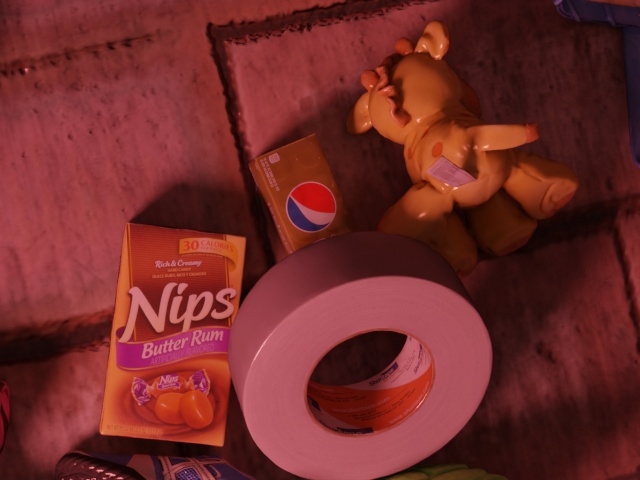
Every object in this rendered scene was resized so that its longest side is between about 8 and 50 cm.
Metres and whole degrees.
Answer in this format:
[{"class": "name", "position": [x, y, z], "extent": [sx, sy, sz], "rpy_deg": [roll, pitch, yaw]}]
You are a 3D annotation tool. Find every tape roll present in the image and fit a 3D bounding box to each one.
[{"class": "tape roll", "position": [0.033, 0.101, 1.360], "extent": [0.219, 0.072, 0.219], "rpy_deg": [-8, 125, -11]}]

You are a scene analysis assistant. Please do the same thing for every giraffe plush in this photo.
[{"class": "giraffe plush", "position": [0.104, -0.088, 1.410], "extent": [0.181, 0.210, 0.170], "rpy_deg": [-30, 58, 4]}]

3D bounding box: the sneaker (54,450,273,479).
[{"class": "sneaker", "position": [-0.128, 0.225, 1.386], "extent": [0.211, 0.081, 0.080], "rpy_deg": [16, 118, 6]}]

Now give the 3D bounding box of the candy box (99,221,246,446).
[{"class": "candy box", "position": [-0.130, 0.082, 1.399], "extent": [0.109, 0.053, 0.187], "rpy_deg": [7, 84, -9]}]

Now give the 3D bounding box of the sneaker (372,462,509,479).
[{"class": "sneaker", "position": [-0.003, 0.376, 1.366], "extent": [0.483, 0.185, 0.202], "rpy_deg": [-41, 112, -7]}]

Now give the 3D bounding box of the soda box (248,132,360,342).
[{"class": "soda box", "position": [0.000, 0.000, 1.424], "extent": [0.061, 0.058, 0.181], "rpy_deg": [-23, 92, -10]}]

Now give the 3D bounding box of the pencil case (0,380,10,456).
[{"class": "pencil case", "position": [-0.369, 0.152, 1.334], "extent": [0.209, 0.095, 0.098], "rpy_deg": [11, 101, -8]}]

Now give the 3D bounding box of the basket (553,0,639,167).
[{"class": "basket", "position": [0.315, -0.235, 1.404], "extent": [0.201, 0.255, 0.289], "rpy_deg": [-1, 68, -12]}]
